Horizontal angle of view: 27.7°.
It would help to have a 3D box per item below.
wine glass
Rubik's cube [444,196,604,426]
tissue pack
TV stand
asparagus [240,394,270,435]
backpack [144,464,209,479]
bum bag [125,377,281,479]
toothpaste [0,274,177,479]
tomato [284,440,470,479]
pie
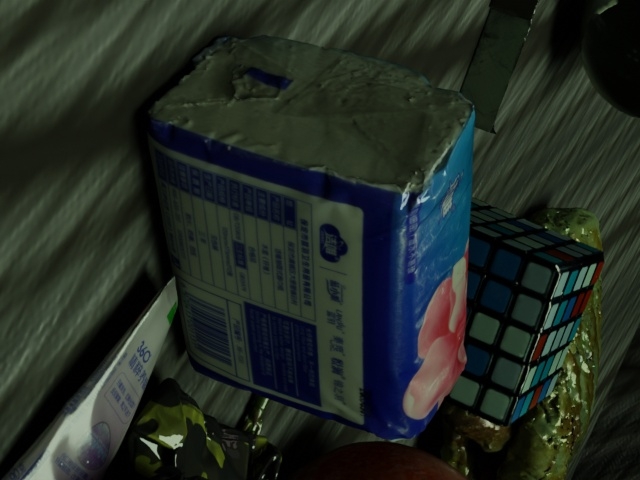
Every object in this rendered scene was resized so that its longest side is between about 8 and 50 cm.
[{"bbox_3d":[0.449,-0.302,1.596,0.323,0.238,0.238,-57,156,-43],"label":"wine glass"},{"bbox_3d":[0.174,0.069,1.389,0.187,0.184,0.182,-10,120,-62],"label":"Rubik's cube"},{"bbox_3d":[0.000,0.000,0.933,0.269,0.209,0.137,85,27,-46],"label":"tissue pack"},{"bbox_3d":[0.204,-0.238,1.343,0.040,0.049,0.256,2,109,-67],"label":"TV stand"},{"bbox_3d":[-0.032,0.098,1.174,0.025,0.024,0.248,22,92,-60],"label":"asparagus"},{"bbox_3d":[-0.118,0.280,0.934,0.206,0.133,0.258,-48,139,-50],"label":"backpack"},{"bbox_3d":[-0.102,0.184,1.056,0.232,0.060,0.106,45,62,-61],"label":"bum bag"},{"bbox_3d":[-0.179,0.156,0.884,0.301,0.048,0.075,-57,144,-27],"label":"toothpaste"},{"bbox_3d":[0.049,0.328,1.290,0.265,0.265,0.265,-47,150,-38],"label":"tomato"},{"bbox_3d":[0.297,0.180,1.775,0.395,0.180,0.418,82,31,-49],"label":"pie"}]
